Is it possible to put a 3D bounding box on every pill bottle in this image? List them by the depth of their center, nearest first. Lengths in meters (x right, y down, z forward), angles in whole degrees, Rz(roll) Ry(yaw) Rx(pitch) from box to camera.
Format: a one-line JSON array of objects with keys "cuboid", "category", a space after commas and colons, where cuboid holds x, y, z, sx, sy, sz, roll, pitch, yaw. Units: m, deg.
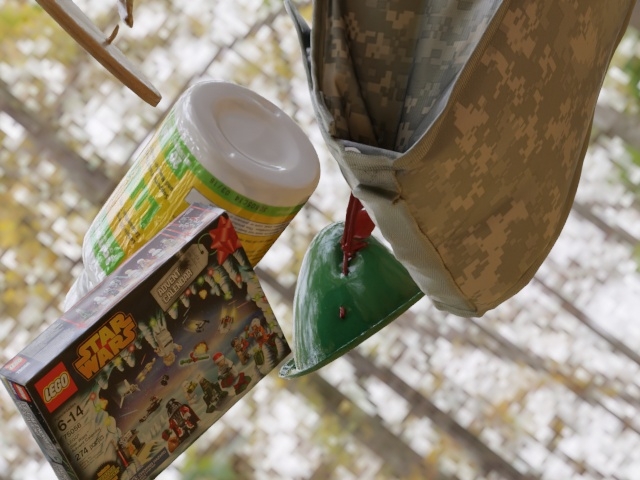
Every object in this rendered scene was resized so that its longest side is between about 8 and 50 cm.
[{"cuboid": [-0.119, -0.006, 1.690, 0.245, 0.136, 0.136, -52, -12, 30], "category": "pill bottle"}]

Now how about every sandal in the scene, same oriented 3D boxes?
[{"cuboid": [-0.154, -0.185, 1.111, 0.079, 0.240, 0.088, -46, -8, 4], "category": "sandal"}]

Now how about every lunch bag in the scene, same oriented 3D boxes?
[{"cuboid": [0.084, -0.117, 1.246, 0.235, 0.169, 0.287, 56, -131, -60], "category": "lunch bag"}]

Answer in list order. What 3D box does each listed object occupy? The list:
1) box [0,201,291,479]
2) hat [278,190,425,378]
[{"cuboid": [-0.082, 0.059, 0.961, 0.137, 0.027, 0.094, -43, -54, -27], "category": "box"}, {"cuboid": [0.000, 0.000, 1.859, 0.208, 0.183, 0.173, -36, 7, -32], "category": "hat"}]
